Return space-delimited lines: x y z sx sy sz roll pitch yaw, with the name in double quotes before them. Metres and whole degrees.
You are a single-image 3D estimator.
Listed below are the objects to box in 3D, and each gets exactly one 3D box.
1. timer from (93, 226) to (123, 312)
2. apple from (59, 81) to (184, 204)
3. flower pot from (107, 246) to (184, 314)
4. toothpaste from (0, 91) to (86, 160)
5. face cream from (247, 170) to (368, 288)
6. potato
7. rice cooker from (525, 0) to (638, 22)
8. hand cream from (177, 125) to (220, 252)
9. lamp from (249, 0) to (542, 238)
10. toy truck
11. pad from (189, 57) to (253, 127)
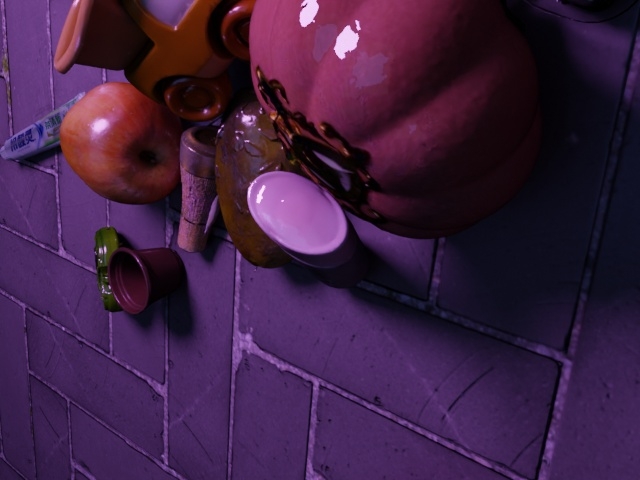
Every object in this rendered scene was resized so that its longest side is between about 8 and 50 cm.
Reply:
"timer" -0.366 0.049 1.155 0.128 0.047 0.140 -147 53 -65
"apple" -0.299 -0.146 1.000 0.199 0.199 0.199 12 109 37
"flower pot" -0.277 0.057 1.083 0.111 0.089 0.111 11 108 38
"toothpaste" -0.514 -0.199 1.246 0.297 0.048 0.074 -12 93 38
"face cream" 0.000 0.000 0.725 0.107 0.269 0.073 33 87 14
"potato" -0.075 -0.074 0.863 0.149 0.113 0.251 23 116 40
"rice cooker" 0.233 -0.286 0.544 0.142 0.118 0.202 33 117 29
"hand cream" -0.178 -0.065 0.980 0.084 0.084 0.203 39 129 26
"lamp" 0.078 -0.150 0.629 0.305 0.239 0.305 44 171 9
"toy truck" -0.165 -0.280 0.777 0.288 0.212 0.204 -38 42 42
"pad" -0.136 -0.268 0.935 0.243 0.004 0.163 -22 87 41
